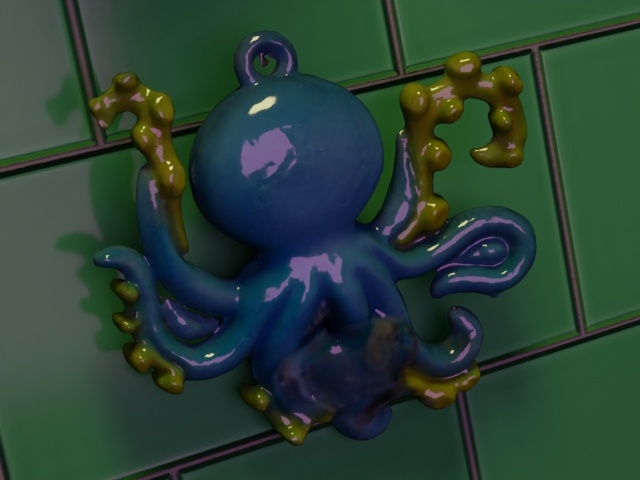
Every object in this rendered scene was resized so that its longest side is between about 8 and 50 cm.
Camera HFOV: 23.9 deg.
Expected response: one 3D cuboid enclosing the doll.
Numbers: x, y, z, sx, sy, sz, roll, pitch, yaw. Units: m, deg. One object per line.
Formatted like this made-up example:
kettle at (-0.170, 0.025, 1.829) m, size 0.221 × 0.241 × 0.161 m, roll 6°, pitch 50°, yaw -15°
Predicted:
doll at (0.000, 0.000, 1.135) m, size 0.346 × 0.099 × 0.341 m, roll -19°, pitch 115°, yaw -17°
